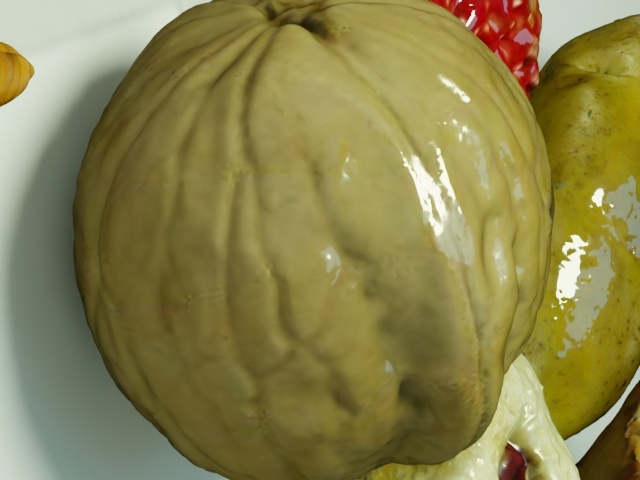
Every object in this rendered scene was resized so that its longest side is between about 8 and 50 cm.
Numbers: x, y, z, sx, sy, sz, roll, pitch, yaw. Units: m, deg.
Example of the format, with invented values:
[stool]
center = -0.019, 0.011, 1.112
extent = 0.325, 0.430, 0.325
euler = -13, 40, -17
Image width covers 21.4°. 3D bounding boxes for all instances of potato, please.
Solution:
[potato]
center = 0.191, -0.009, 1.195
extent = 0.369, 0.176, 0.195
euler = -57, 179, -38

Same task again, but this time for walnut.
[walnut]
center = 0.000, 0.000, 0.744
extent = 0.228, 0.228, 0.228
euler = 7, 82, -63

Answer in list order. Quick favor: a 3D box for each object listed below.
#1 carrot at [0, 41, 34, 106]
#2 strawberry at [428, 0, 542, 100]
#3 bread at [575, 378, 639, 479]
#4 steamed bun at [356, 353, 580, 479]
[carrot]
center = -0.170, -0.044, 0.563
extent = 0.066, 0.062, 0.271
euler = 48, 31, -5
[strawberry]
center = 0.075, -0.106, 0.972
extent = 0.306, 0.138, 0.233
euler = 65, 33, -36
[bread]
center = 0.229, 0.209, 1.136
extent = 0.324, 0.167, 0.277
euler = -56, 171, 27
[steamed bun]
center = 0.065, 0.107, 0.937
extent = 0.172, 0.141, 0.155
euler = 32, 56, -55
